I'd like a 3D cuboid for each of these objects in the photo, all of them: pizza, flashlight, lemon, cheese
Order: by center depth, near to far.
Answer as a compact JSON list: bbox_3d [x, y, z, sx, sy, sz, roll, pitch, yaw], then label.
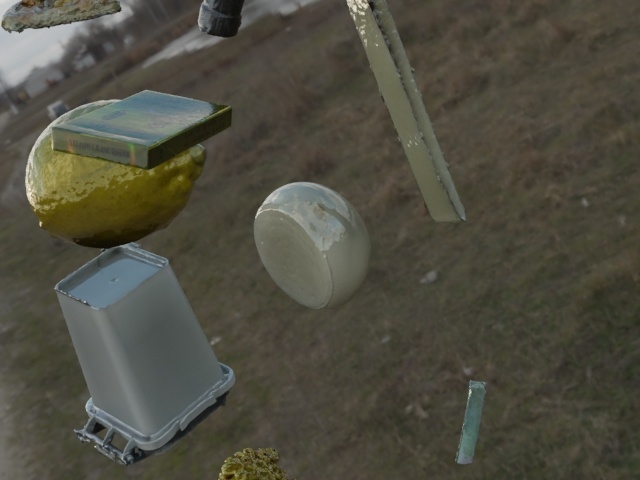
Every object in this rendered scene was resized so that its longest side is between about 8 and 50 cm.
[{"bbox_3d":[-0.141,-0.432,1.467,0.093,0.093,0.232,-56,-12,-59],"label":"flashlight"},{"bbox_3d":[0.137,-0.209,1.485,0.034,0.400,0.085,-27,13,-21],"label":"cheese"},{"bbox_3d":[-0.427,-0.393,1.559,0.195,0.052,0.185,-3,31,8],"label":"pizza"},{"bbox_3d":[-0.378,-0.126,1.705,0.316,0.285,0.285,-43,14,8],"label":"lemon"}]

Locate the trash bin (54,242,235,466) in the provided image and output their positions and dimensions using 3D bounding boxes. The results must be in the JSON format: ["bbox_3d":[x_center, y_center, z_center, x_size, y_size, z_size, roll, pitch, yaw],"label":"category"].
[{"bbox_3d":[-0.372,0.221,1.850,0.255,0.368,0.296,19,45,42],"label":"trash bin"}]

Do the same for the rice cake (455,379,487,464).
[{"bbox_3d":[0.343,0.414,2.126,0.043,0.211,0.034,9,16,5],"label":"rice cake"}]

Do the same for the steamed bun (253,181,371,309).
[{"bbox_3d":[0.000,0.000,1.628,0.145,0.232,0.232,-31,15,-32],"label":"steamed bun"}]

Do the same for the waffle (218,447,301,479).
[{"bbox_3d":[-0.067,0.391,1.433,0.070,0.193,0.197,-58,-1,12],"label":"waffle"}]

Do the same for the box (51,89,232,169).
[{"bbox_3d":[-0.197,-0.129,1.061,0.121,0.030,0.193,13,25,18],"label":"box"}]
